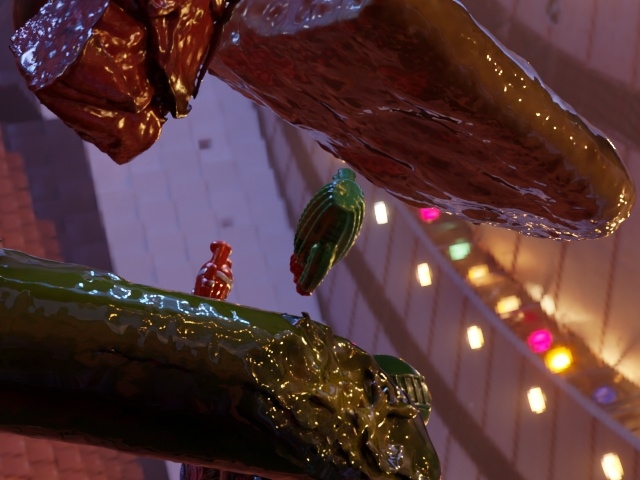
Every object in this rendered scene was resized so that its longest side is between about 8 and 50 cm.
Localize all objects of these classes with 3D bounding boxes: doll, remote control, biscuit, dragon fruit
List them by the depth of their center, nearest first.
[{"bbox_3d":[-0.096,-0.144,0.681,0.192,0.092,0.122,-56,-146,-7],"label":"dragon fruit"},{"bbox_3d":[0.071,-0.113,1.029,0.429,0.446,0.104,16,-104,52],"label":"biscuit"},{"bbox_3d":[-0.193,0.123,1.822,0.142,0.076,0.245,95,12,-64],"label":"doll"},{"bbox_3d":[-0.187,0.378,1.827,0.266,0.066,0.090,118,-29,-57],"label":"remote control"}]

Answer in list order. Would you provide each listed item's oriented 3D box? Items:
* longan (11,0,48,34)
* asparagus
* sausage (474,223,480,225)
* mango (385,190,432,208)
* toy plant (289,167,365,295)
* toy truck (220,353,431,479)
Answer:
[{"bbox_3d":[-0.287,-0.336,1.520,0.243,0.300,0.300,38,17,-47],"label":"longan"},{"bbox_3d":[-0.085,0.090,0.723,0.108,0.381,0.128,-99,-155,-64],"label":"asparagus"},{"bbox_3d":[0.161,-0.051,1.236,0.100,0.015,0.015,-105,-162,-45],"label":"sausage"},{"bbox_3d":[0.113,-0.157,1.740,0.262,0.157,0.109,50,-47,-10],"label":"mango"},{"bbox_3d":[0.002,0.003,1.671,0.155,0.088,0.240,-87,-161,-59],"label":"toy plant"},{"bbox_3d":[-0.004,0.179,1.012,0.242,0.124,0.101,131,-34,-48],"label":"toy truck"}]
